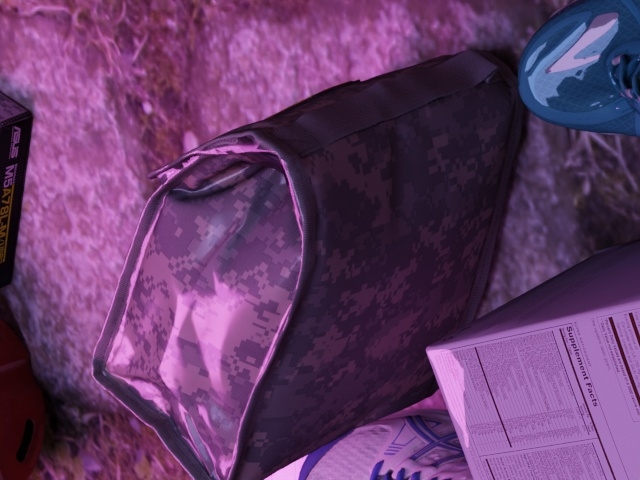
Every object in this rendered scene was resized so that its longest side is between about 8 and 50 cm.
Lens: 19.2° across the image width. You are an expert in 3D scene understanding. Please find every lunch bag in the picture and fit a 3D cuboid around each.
[{"bbox_3d":[0.000,0.000,1.277,0.169,0.235,0.287,43,132,25],"label":"lunch bag"}]

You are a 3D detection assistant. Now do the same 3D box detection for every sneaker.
[{"bbox_3d":[0.097,0.179,1.309,0.296,0.131,0.111,3,89,32],"label":"sneaker"},{"bbox_3d":[0.224,-0.103,1.115,0.275,0.110,0.107,2,109,43],"label":"sneaker"}]

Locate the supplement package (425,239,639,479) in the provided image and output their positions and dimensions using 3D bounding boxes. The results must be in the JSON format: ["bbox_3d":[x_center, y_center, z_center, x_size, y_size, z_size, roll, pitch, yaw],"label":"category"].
[{"bbox_3d":[0.216,0.083,1.143,0.203,0.194,0.149,-16,97,46],"label":"supplement package"}]

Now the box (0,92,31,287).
[{"bbox_3d":[-0.346,-0.073,1.705,0.191,0.045,0.184,32,129,28],"label":"box"}]

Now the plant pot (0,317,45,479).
[{"bbox_3d":[-0.411,0.177,1.739,0.265,0.272,0.272,-22,92,37],"label":"plant pot"}]

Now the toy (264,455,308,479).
[{"bbox_3d":[0.059,0.218,1.443,0.237,0.056,0.136,6,99,35],"label":"toy"}]
